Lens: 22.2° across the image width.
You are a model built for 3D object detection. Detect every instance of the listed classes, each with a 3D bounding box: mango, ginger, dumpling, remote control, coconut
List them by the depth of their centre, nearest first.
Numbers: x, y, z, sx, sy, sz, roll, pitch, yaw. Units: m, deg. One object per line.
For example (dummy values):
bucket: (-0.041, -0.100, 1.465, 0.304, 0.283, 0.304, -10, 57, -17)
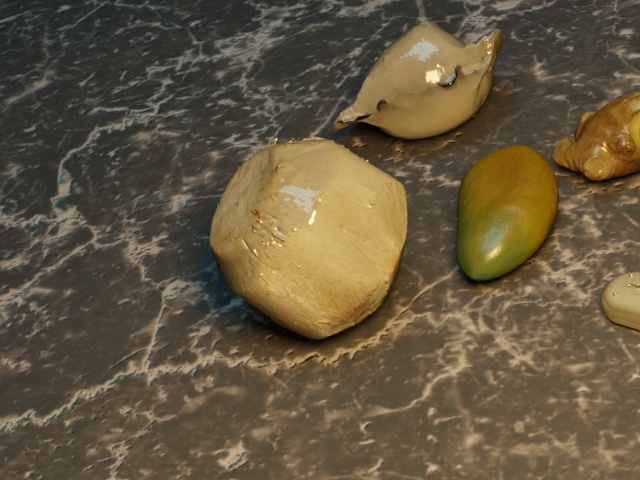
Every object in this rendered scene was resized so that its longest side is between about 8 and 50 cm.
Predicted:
remote control: (0.439, 0.086, 1.968, 0.221, 0.042, 0.078, 18, 50, 39)
coconut: (0.000, 0.000, 2.108, 0.245, 0.247, 0.245, -45, 28, 33)
mango: (0.251, -0.038, 2.177, 0.137, 0.091, 0.237, -12, 41, 17)
ginger: (0.431, -0.151, 2.239, 0.216, 0.102, 0.157, -30, 10, -8)
dumpling: (0.148, -0.243, 2.451, 0.243, 0.175, 0.227, 5, 9, 6)
